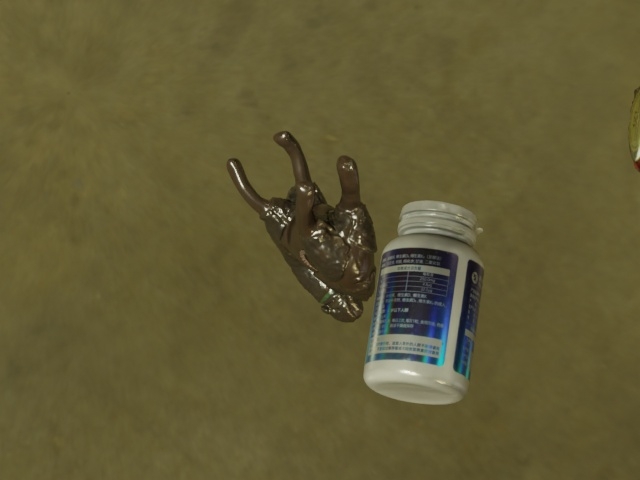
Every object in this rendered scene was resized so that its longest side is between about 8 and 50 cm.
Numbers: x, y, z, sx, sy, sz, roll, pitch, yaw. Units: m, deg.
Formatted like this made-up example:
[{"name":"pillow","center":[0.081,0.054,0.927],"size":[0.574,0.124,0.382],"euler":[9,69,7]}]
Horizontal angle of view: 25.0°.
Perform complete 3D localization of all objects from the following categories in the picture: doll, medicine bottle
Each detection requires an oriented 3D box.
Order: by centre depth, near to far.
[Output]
[{"name":"doll","center":[0.000,0.000,1.075],"size":[0.057,0.139,0.165],"euler":[-36,121,-17]},{"name":"medicine bottle","center":[0.108,0.062,1.461],"size":[0.107,0.107,0.191],"euler":[13,71,-11]}]

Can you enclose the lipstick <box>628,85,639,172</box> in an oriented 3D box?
[{"name":"lipstick","center":[0.361,-0.077,1.114],"size":[0.241,0.080,0.080],"euler":[6,95,-3]}]
